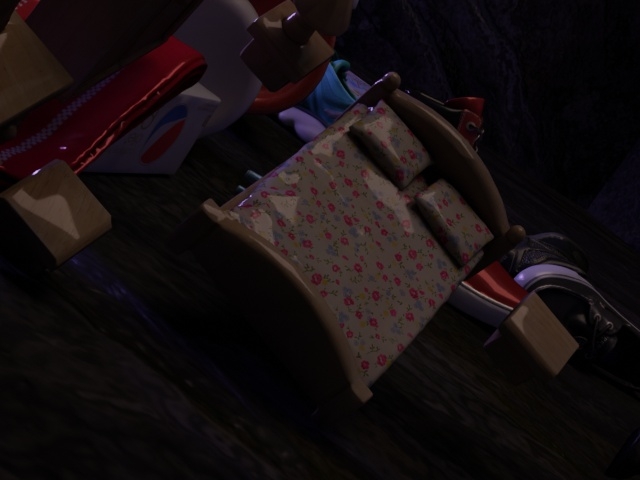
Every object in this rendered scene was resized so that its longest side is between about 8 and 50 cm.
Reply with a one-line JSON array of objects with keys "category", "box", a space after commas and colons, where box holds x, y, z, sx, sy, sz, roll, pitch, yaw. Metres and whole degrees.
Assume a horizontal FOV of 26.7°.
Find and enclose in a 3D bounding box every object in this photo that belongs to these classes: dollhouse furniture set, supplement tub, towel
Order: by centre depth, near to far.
[{"category": "dollhouse furniture set", "box": [0.009, -0.029, 0.712, 0.355, 0.174, 0.303, 50, 42, -1]}, {"category": "towel", "box": [-0.220, -0.139, 0.795, 0.275, 0.031, 0.199, 36, 42, 6]}, {"category": "supplement tub", "box": [-0.133, -0.180, 1.172, 0.144, 0.144, 0.199, 30, 11, -23]}]

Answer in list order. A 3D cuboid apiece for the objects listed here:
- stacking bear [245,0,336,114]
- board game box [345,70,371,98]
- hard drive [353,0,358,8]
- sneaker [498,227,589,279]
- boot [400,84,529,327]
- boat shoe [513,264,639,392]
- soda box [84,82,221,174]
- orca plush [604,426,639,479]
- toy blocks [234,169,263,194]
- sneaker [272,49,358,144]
[{"category": "stacking bear", "box": [-0.094, -0.228, 1.479, 0.289, 0.175, 0.164, -144, -140, -73]}, {"category": "board game box", "box": [0.067, -0.174, 1.948, 0.318, 0.066, 0.319, 37, 11, 7]}, {"category": "hard drive", "box": [-0.137, -0.285, 1.162, 0.319, 0.040, 0.210, 9, 22, -44]}, {"category": "sneaker", "box": [0.266, 0.047, 1.561, 0.130, 0.087, 0.227, 44, 17, 33]}, {"category": "boot", "box": [0.146, -0.037, 1.316, 0.244, 0.176, 0.088, 38, 9, 8]}, {"category": "boat shoe", "box": [0.293, 0.103, 1.439, 0.228, 0.080, 0.076, 37, 7, -33]}, {"category": "soda box", "box": [-0.148, -0.095, 0.945, 0.069, 0.074, 0.216, 37, 11, 11]}, {"category": "orca plush", "box": [0.331, 0.243, 0.997, 0.287, 0.102, 0.151, 30, 56, -2]}, {"category": "toy blocks", "box": [0.000, 0.000, 1.039, 0.148, 0.054, 0.123, 34, 10, -8]}, {"category": "sneaker", "box": [-0.016, -0.192, 1.663, 0.275, 0.110, 0.107, 37, 11, 16]}]
